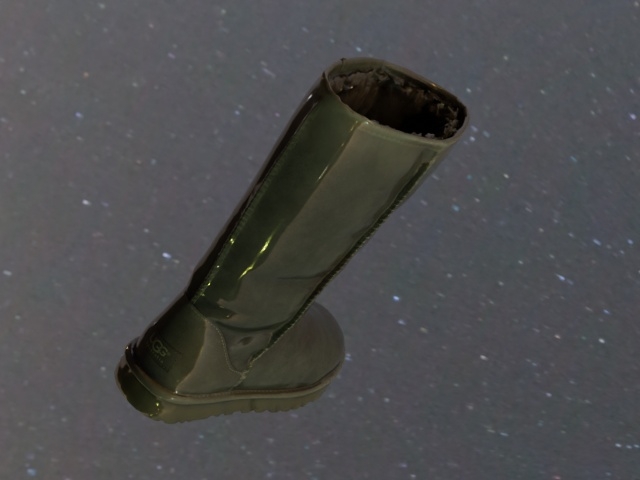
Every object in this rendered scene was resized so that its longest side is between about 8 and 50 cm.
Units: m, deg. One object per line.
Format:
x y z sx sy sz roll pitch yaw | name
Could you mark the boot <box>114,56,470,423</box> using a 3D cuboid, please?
0.002 0.001 0.553 0.076 0.190 0.208 42 -66 20 | boot
